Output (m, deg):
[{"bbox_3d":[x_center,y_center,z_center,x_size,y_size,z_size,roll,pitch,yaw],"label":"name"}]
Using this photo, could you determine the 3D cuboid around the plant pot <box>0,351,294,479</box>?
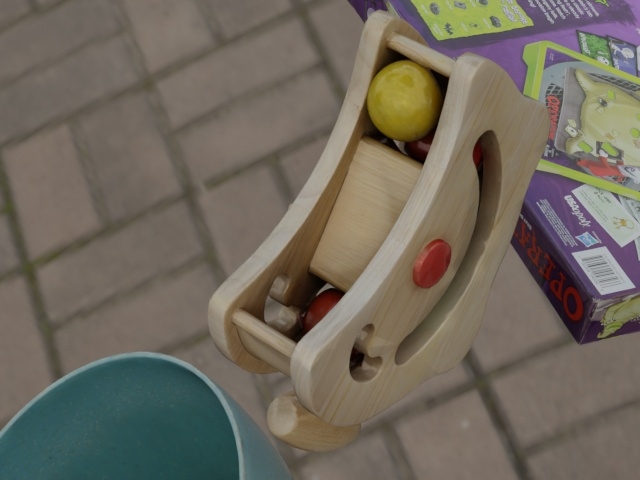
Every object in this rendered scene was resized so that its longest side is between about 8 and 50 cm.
[{"bbox_3d":[-0.111,0.251,1.387,0.290,0.195,0.290,-22,50,29],"label":"plant pot"}]

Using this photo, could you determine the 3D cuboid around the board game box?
[{"bbox_3d":[0.178,-0.089,1.285,0.208,0.056,0.347,-14,51,-21],"label":"board game box"}]

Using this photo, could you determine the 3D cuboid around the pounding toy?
[{"bbox_3d":[0.000,0.000,1.074,0.155,0.154,0.269,30,110,33],"label":"pounding toy"}]
